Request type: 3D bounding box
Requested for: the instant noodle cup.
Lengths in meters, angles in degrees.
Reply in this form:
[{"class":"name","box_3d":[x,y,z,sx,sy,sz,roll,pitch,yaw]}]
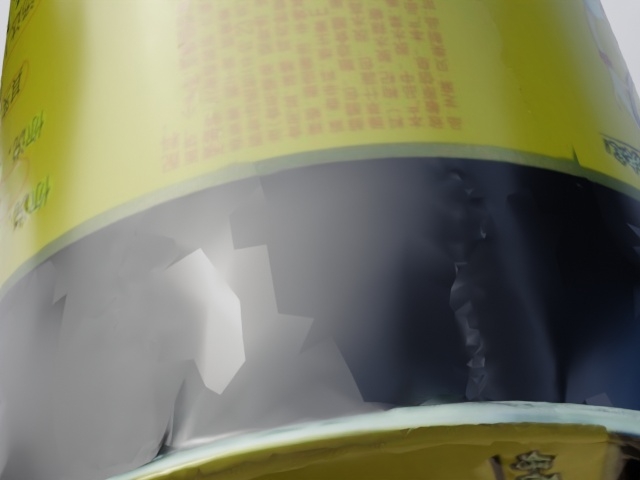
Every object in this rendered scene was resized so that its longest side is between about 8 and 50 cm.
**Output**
[{"class":"instant noodle cup","box_3d":[0.000,0.000,0.476,0.215,0.236,0.215,-6,-33,-4]}]
